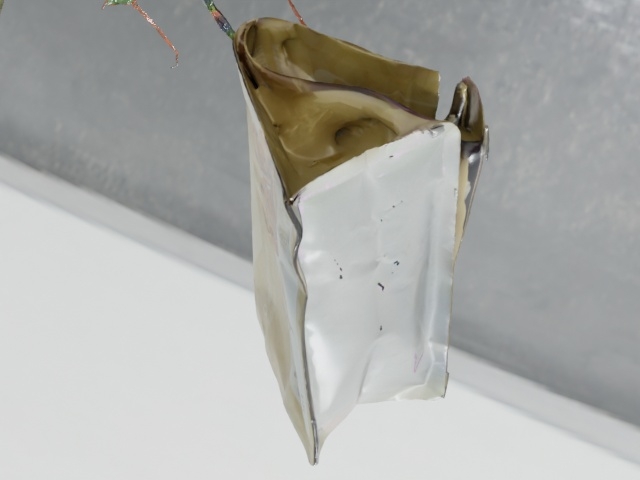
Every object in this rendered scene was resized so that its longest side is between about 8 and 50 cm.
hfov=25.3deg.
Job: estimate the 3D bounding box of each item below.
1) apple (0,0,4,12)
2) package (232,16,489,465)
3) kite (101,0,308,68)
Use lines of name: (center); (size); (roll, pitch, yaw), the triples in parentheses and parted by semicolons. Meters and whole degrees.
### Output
apple: (-0.284, -0.191, 0.869); (0.193, 0.265, 0.120); (-9, -161, -18)
package: (0.033, -0.003, 1.140); (0.165, 0.221, 0.311); (-11, 135, -9)
kite: (-0.097, -0.203, 1.240); (0.198, 0.006, 0.244); (-9, 135, 25)
